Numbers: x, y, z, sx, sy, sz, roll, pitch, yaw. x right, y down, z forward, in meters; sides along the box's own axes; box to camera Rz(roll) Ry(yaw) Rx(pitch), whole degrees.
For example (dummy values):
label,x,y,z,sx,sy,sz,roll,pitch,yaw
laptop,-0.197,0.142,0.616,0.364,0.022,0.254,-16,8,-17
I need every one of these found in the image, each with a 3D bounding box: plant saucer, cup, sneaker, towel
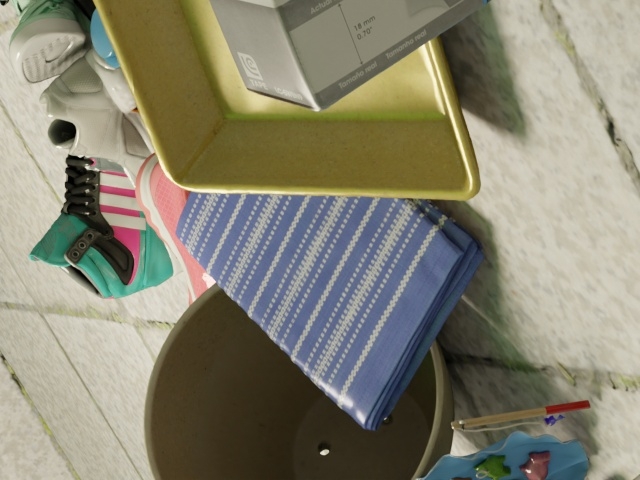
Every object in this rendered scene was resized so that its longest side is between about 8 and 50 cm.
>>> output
label,x,y,z,sx,sy,sz,roll,pitch,yaw
plant saucer,-0.033,-0.194,1.585,0.333,0.081,0.333,2,128,30
cup,0.008,0.205,1.954,0.331,0.331,0.237,43,180,29
sneaker,-0.339,-0.267,2.109,0.151,0.094,0.256,53,-172,0
sneaker,-0.109,0.028,2.150,0.314,0.116,0.136,58,157,-6
sneaker,-0.316,-0.043,2.394,0.295,0.178,0.124,62,158,-15
sneaker,-0.264,-0.135,2.183,0.099,0.121,0.262,54,173,31
towel,0.000,0.000,1.827,0.336,0.040,0.243,44,121,29

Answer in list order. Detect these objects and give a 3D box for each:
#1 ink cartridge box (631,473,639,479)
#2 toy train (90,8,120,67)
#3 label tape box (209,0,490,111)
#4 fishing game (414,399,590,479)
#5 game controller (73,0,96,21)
label,x,y,z,sx,sy,sz,roll,pitch,yaw
ink cartridge box,0.369,0.315,1.577,0.172,0.100,0.237,23,142,55
toy train,-0.106,-0.185,1.760,0.248,0.143,0.105,31,126,47
label tape box,0.007,-0.294,1.261,0.106,0.241,0.333,23,142,54
fishing game,0.176,0.247,1.781,0.264,0.189,0.041,97,162,-51
game controller,-0.217,-0.277,2.031,0.319,0.067,0.166,50,144,12
